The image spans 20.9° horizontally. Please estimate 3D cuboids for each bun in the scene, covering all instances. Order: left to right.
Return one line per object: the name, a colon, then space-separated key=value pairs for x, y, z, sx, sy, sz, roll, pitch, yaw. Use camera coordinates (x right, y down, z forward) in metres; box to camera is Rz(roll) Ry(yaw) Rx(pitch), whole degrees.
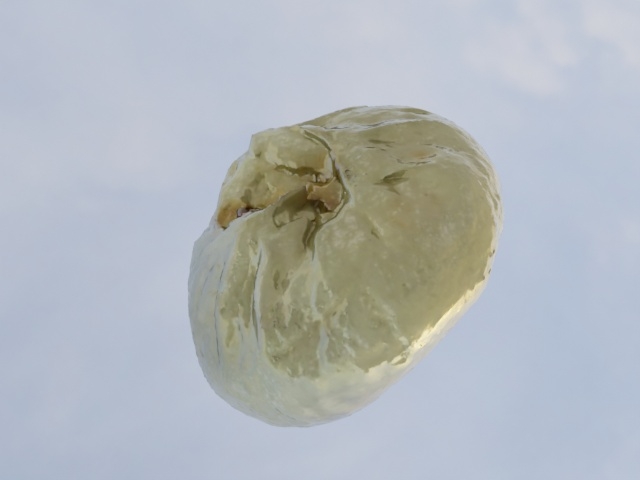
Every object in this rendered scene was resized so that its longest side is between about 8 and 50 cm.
bun: x=0.000 y=0.000 z=0.977 sx=0.127 sy=0.222 sz=0.222 roll=44 pitch=-131 yaw=-18
